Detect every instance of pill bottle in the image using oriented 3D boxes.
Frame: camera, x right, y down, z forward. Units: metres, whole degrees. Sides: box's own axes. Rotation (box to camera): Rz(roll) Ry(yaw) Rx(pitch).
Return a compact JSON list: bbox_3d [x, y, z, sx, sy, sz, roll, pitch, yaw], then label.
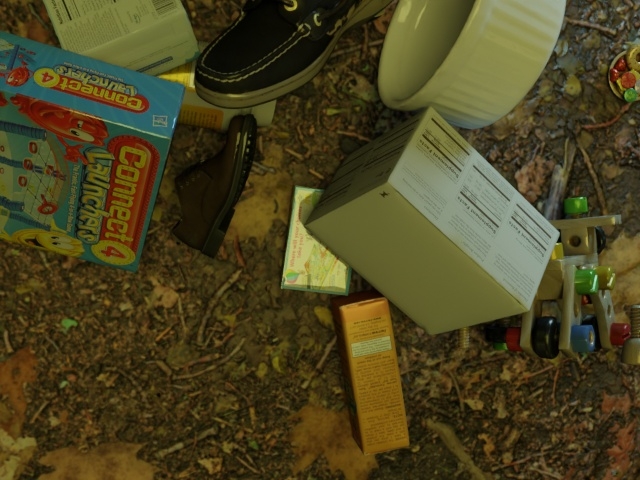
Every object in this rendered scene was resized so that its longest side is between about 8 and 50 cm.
[{"bbox_3d":[-0.166,-0.214,1.087,0.208,0.117,0.118,7,95,-11],"label":"pill bottle"}]

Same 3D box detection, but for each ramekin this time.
[{"bbox_3d":[0.202,-0.286,1.073,0.135,0.277,0.277,19,93,-19],"label":"ramekin"}]

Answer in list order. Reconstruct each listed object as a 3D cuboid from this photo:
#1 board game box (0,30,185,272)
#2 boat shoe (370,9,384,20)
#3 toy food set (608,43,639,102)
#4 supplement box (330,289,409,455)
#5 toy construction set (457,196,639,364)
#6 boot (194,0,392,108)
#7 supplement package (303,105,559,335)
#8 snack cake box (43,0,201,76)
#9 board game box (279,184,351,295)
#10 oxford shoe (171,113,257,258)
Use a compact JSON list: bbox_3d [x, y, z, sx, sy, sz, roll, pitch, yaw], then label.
[{"bbox_3d":[-0.346,-0.104,0.979,0.302,0.308,0.086,15,54,-11],"label":"board game box"},{"bbox_3d":[0.026,-0.336,1.149,0.133,0.042,0.049,1,66,-12],"label":"boat shoe"},{"bbox_3d":[0.494,-0.260,1.251,0.083,0.020,0.082,-35,101,-5],"label":"toy food set"},{"bbox_3d":[0.074,0.198,1.197,0.080,0.078,0.233,-12,98,-9],"label":"supplement box"},{"bbox_3d":[0.383,0.049,1.133,0.257,0.309,0.237,4,87,-29],"label":"toy construction set"},{"bbox_3d":[-0.030,-0.358,0.952,0.377,0.138,0.284,-42,146,-27],"label":"boot"},{"bbox_3d":[0.150,-0.015,1.094,0.262,0.204,0.145,41,57,-16],"label":"supplement package"},{"bbox_3d":[-0.273,-0.321,1.004,0.152,0.089,0.264,-24,65,-5],"label":"snack cake box"},{"bbox_3d":[0.000,0.000,1.187,0.103,0.026,0.154,8,95,-11],"label":"board game box"},{"bbox_3d":[-0.151,-0.080,1.089,0.096,0.083,0.227,24,118,-6],"label":"oxford shoe"}]
